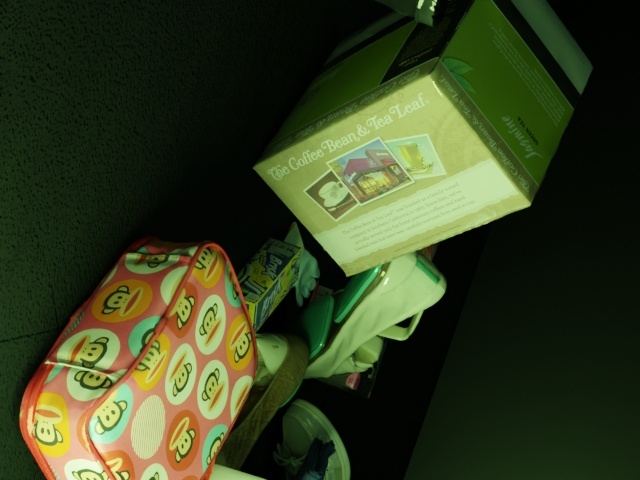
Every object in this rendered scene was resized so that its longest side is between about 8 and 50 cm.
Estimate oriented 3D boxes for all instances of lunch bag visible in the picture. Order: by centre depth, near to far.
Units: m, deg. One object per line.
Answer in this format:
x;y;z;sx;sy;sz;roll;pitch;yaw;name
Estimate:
-0.170;0.166;1.347;0.293;0.120;0.258;-59;143;-41;lunch bag

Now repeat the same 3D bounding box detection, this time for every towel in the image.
-0.069;0.474;1.975;0.336;0.040;0.243;-63;178;5;towel

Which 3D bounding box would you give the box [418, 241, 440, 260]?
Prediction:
0.171;-0.085;2.411;0.257;0.128;0.123;83;28;-59;box

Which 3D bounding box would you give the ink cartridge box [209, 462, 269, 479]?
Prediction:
-0.156;0.345;1.413;0.201;0.278;0.117;-51;151;-55;ink cartridge box

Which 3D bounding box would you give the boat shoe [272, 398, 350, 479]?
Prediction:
-0.019;0.432;2.255;0.103;0.118;0.320;-27;122;-38;boat shoe

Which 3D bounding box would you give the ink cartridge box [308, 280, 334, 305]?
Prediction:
0.001;0.113;2.188;0.115;0.029;0.063;79;31;-73;ink cartridge box

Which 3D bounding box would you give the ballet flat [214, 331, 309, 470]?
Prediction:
-0.115;0.207;1.783;0.342;0.116;0.124;-53;137;-43;ballet flat

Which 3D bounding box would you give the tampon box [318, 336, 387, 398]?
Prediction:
0.047;0.211;2.341;0.161;0.101;0.120;46;61;-73;tampon box

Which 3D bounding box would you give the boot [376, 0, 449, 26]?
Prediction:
0.081;-0.401;1.559;0.094;0.207;0.247;-37;147;-65;boot

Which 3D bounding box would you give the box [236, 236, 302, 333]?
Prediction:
-0.083;0.064;1.794;0.169;0.054;0.059;-50;153;-54;box

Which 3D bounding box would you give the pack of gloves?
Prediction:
0.000;0.000;2.045;0.232;0.046;0.195;64;44;-69;pack of gloves

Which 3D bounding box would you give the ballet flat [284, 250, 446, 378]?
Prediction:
0.059;0.130;1.920;0.400;0.139;0.139;-46;-168;52;ballet flat

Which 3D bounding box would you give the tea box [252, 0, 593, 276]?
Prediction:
0.140;-0.168;1.716;0.220;0.329;0.323;49;46;-18;tea box
